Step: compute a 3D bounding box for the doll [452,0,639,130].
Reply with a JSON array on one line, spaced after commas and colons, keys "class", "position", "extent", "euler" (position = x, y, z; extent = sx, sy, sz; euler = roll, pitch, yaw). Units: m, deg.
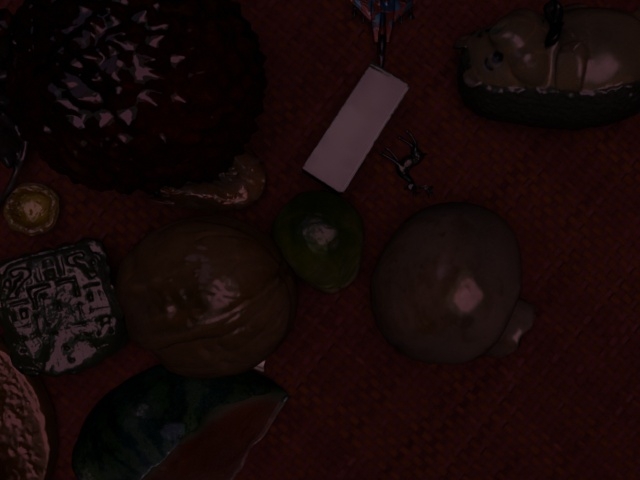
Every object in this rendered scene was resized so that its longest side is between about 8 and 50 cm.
[{"class": "doll", "position": [0.412, -0.311, 1.772], "extent": [0.349, 0.247, 0.247], "euler": [-5, 91, 13]}]

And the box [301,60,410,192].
[{"class": "box", "position": [0.062, -0.197, 1.811], "extent": [0.086, 0.129, 0.225], "euler": [32, 91, -1]}]

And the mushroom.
[{"class": "mushroom", "position": [0.244, 0.087, 1.783], "extent": [0.290, 0.297, 0.297], "euler": [28, 90, -38]}]

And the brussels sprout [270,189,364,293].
[{"class": "brussels sprout", "position": [0.003, 0.000, 1.808], "extent": [0.181, 0.144, 0.161], "euler": [46, 69, -24]}]

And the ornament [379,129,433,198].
[{"class": "ornament", "position": [0.171, -0.134, 1.866], "extent": [0.073, 0.028, 0.125], "euler": [-37, 90, 0]}]

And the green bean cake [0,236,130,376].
[{"class": "green bean cake", "position": [-0.454, 0.121, 1.794], "extent": [0.222, 0.125, 0.227], "euler": [-16, 94, -13]}]

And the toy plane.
[{"class": "toy plane", "position": [0.112, -0.398, 1.844], "extent": [0.130, 0.061, 0.189], "euler": [2, 95, -2]}]

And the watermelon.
[{"class": "watermelon", "position": [-0.258, 0.343, 1.774], "extent": [0.319, 0.222, 0.292], "euler": [26, 95, -1]}]

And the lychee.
[{"class": "lychee", "position": [-0.324, -0.276, 1.651], "extent": [0.500, 0.424, 0.425], "euler": [16, 91, -32]}]

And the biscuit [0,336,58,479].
[{"class": "biscuit", "position": [-0.674, 0.336, 1.837], "extent": [0.365, 0.062, 0.385], "euler": [-26, 93, -2]}]

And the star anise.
[{"class": "star anise", "position": [-0.627, -0.253, 1.808], "extent": [0.316, 0.139, 0.359], "euler": [37, 106, 6]}]

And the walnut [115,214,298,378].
[{"class": "walnut", "position": [-0.196, 0.099, 1.732], "extent": [0.313, 0.252, 0.277], "euler": [-22, 133, 24]}]

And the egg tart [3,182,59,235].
[{"class": "egg tart", "position": [-0.524, -0.058, 1.845], "extent": [0.105, 0.039, 0.105], "euler": [0, 91, -1]}]

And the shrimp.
[{"class": "shrimp", "position": [-0.214, -0.118, 1.844], "extent": [0.236, 0.053, 0.133], "euler": [-2, 93, -5]}]

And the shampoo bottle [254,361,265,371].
[{"class": "shampoo bottle", "position": [-0.162, 0.198, 1.862], "extent": [0.141, 0.034, 0.049], "euler": [18, 96, 0]}]
